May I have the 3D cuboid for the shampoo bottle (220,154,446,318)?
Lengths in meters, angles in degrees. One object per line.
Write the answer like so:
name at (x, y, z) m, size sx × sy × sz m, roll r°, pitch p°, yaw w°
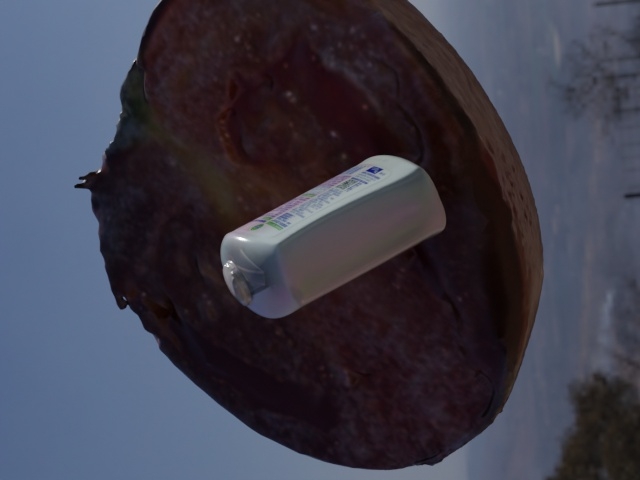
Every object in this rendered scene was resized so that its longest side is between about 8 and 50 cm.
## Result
shampoo bottle at (0.000, 0.000, 0.626) m, size 0.072 × 0.099 × 0.043 m, roll 8°, pitch 125°, yaw 66°

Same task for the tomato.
tomato at (0.021, -0.032, 0.808) m, size 0.170 × 0.309 × 0.309 m, roll -44°, pitch -46°, yaw -48°
